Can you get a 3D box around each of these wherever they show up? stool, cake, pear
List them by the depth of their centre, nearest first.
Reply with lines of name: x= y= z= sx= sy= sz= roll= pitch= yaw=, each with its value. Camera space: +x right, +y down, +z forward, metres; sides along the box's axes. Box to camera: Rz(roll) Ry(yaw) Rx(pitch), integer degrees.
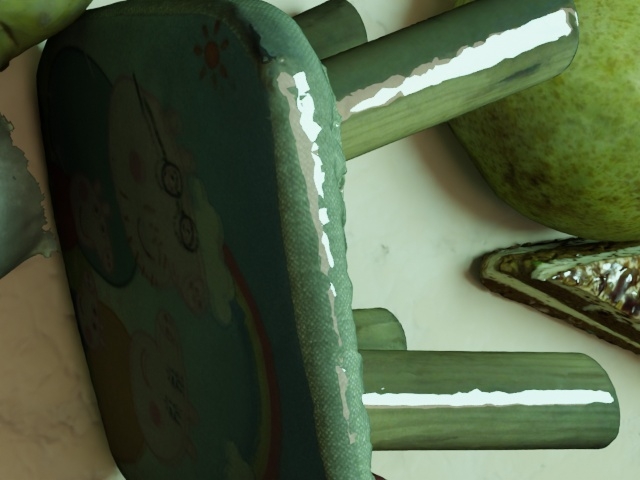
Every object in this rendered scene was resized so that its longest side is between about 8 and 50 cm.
stool: x=0.000 y=0.000 z=1.019 sx=0.226 sy=0.310 sz=0.310 roll=-14 pitch=102 yaw=-29
pear: x=0.194 y=-0.104 z=1.176 sx=0.188 sy=0.211 sz=0.228 roll=-43 pitch=113 yaw=-23
cake: x=0.242 y=0.012 z=1.272 sx=0.246 sy=0.112 sz=0.135 roll=25 pitch=78 yaw=-25

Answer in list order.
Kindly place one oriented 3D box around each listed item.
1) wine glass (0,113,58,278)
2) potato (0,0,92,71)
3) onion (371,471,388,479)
wine glass: x=-0.256 y=0.007 z=0.984 sx=0.204 sy=0.111 sz=0.111 roll=-27 pitch=106 yaw=-25
potato: x=-0.217 y=-0.164 z=0.979 sx=0.200 sy=0.137 sz=0.154 roll=-35 pitch=140 yaw=-8
onion: x=0.033 y=0.281 z=1.079 sx=0.195 sy=0.272 sz=0.272 roll=-27 pitch=106 yaw=-18
